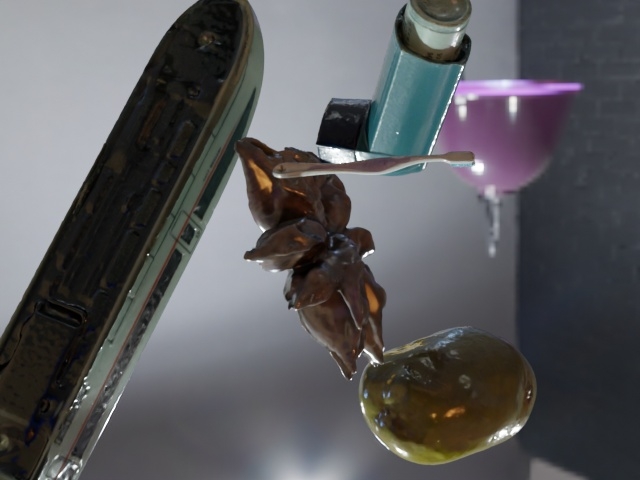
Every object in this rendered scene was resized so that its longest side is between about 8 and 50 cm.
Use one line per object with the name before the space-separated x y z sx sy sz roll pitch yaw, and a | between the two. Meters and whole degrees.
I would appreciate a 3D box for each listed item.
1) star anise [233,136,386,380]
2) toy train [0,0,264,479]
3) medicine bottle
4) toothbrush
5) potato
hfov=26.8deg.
star anise | 0.000 0.000 0.958 0.065 0.195 0.182 -29 -154 17
toy train | -0.140 0.000 1.021 0.086 0.407 0.088 19 166 26
medicine bottle | 0.078 -0.159 1.380 0.124 0.258 0.079 20 -126 -1
toothbrush | 0.032 -0.047 0.832 0.131 0.011 0.013 -2 153 18
potato | 0.139 0.169 1.455 0.200 0.137 0.155 -6 160 -47
